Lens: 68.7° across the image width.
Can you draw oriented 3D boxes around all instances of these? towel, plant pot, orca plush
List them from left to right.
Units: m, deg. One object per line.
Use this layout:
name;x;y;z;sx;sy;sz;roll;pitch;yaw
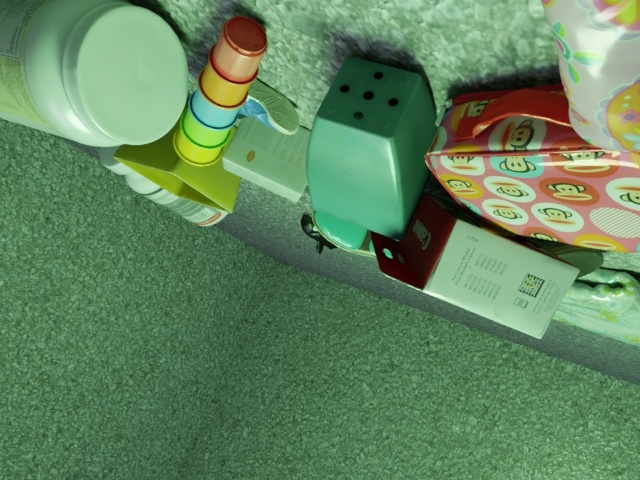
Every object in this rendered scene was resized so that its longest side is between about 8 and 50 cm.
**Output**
plant pot;-0.301;-0.208;1.092;0.212;0.187;0.212;17;168;31
orca plush;0.000;0.000;1.762;0.151;0.102;0.287;20;170;20
plant pot;0.077;-0.140;0.690;0.166;0.165;0.234;21;162;15
towel;0.615;0.145;1.151;0.321;0.090;0.375;29;169;-34

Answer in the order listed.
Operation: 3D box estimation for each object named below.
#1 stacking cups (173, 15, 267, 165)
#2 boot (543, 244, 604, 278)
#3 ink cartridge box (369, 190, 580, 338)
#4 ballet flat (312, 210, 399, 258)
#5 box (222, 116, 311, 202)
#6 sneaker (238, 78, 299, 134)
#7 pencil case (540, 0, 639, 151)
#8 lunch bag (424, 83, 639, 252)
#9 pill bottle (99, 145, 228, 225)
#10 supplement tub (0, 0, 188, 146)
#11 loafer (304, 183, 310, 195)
stacking cups;-0.172;-0.230;0.754;0.096;0.095;0.316;26;154;-14
boot;0.435;0.036;0.998;0.112;0.115;0.305;34;149;-26
ink cartridge box;0.241;0.011;0.838;0.272;0.129;0.309;22;-166;-4
ballet flat;0.135;-0.011;1.393;0.349;0.123;0.123;24;170;-2
box;-0.095;-0.175;0.954;0.171;0.130;0.091;25;171;-6
sneaker;-0.113;-0.240;0.849;0.152;0.058;0.085;32;162;-23
pencil case;0.207;-0.176;0.308;0.124;0.124;0.284;15;166;42
lunch bag;0.278;-0.092;0.560;0.258;0.120;0.293;32;168;-39
pill bottle;-0.427;-0.201;1.363;0.210;0.210;0.363;16;167;37
supplement tub;-0.406;-0.286;0.771;0.325;0.235;0.235;18;169;27
loafer;-0.012;-0.142;1.154;0.170;0.062;0.061;26;165;-21
